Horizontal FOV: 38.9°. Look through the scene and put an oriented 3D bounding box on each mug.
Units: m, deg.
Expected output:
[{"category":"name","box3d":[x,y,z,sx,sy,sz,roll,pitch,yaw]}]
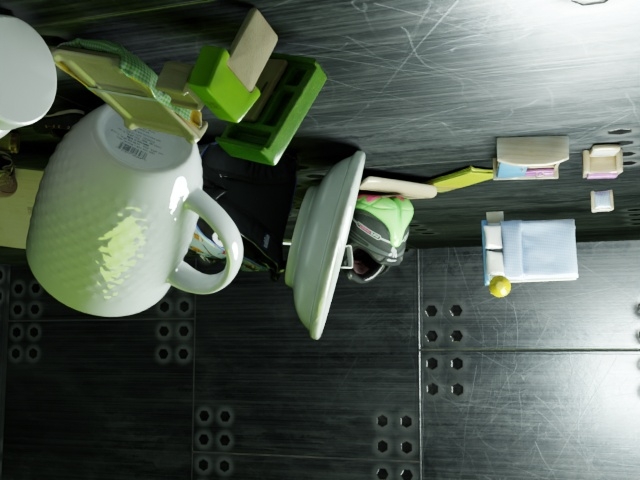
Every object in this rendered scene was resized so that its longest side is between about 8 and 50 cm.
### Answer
[{"category":"mug","box3d":[-0.300,-0.045,1.554,0.374,0.276,0.328,33,135,1]}]

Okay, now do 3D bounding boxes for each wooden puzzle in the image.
[{"category":"wooden puzzle","box3d":[0.125,-0.124,2.180,0.221,0.044,0.239,5,173,-34]}]

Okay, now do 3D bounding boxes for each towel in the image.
[{"category":"towel","box3d":[0.323,-0.144,2.142,0.102,0.021,0.237,0,174,-28]}]

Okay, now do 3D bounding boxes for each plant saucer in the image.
[{"category":"plant saucer","box3d":[0.000,0.000,1.873,0.101,0.400,0.400,15,174,3]}]

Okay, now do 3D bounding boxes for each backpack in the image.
[{"category":"backpack","box3d":[-0.193,-0.079,1.820,0.213,0.276,0.263,-6,158,35]}]

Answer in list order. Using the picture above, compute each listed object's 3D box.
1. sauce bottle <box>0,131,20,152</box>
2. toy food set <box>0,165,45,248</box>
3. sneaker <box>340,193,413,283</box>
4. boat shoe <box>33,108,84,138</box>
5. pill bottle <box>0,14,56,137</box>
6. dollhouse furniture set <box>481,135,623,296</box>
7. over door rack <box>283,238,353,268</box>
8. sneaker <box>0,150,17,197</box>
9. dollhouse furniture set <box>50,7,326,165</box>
[{"category":"sauce bottle","box3d":[-0.636,-0.187,1.712,0.128,0.042,0.042,3,173,-9]},{"category":"toy food set","box3d":[-0.586,-0.089,1.895,0.306,0.092,0.219,7,131,5]},{"category":"sneaker","box3d":[0.068,0.007,2.250,0.185,0.202,0.483,4,173,-19]},{"category":"boat shoe","box3d":[-0.465,-0.201,1.601,0.133,0.042,0.049,-4,174,39]},{"category":"pill bottle","box3d":[-0.486,-0.195,1.161,0.283,0.160,0.160,-4,172,32]},{"category":"dollhouse furniture set","box3d":[0.471,-0.040,1.822,0.286,0.303,0.198,-1,174,9]},{"category":"over door rack","box3d":[-0.109,-0.021,2.130,0.324,0.108,0.239,18,172,-26]},{"category":"sneaker","box3d":[-0.608,-0.129,1.717,0.071,0.066,0.188,-4,163,7]},{"category":"dollhouse furniture set","box3d":[-0.181,-0.237,1.224,0.302,0.151,0.197,16,162,34]}]
